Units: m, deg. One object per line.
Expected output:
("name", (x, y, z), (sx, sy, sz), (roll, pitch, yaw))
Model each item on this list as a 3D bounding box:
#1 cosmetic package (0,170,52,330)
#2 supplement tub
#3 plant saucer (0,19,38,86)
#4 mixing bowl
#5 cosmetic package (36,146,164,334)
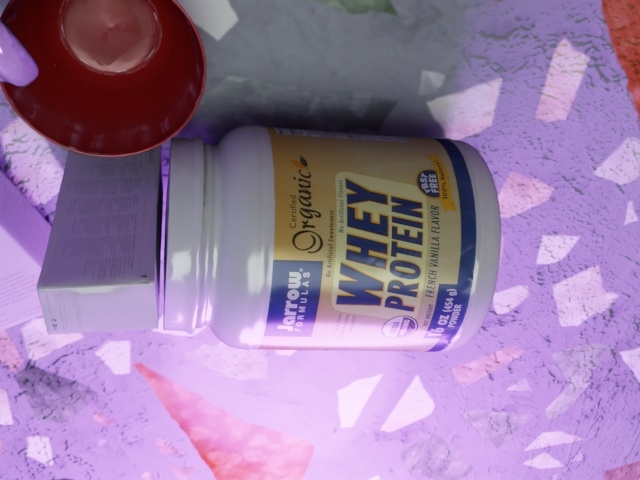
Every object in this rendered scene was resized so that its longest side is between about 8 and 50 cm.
("cosmetic package", (-0.363, -0.007, 0.817), (0.117, 0.085, 0.231), (-21, 136, 5))
("supplement tub", (0.000, 0.000, 0.817), (0.316, 0.228, 0.228), (2, 126, -11))
("plant saucer", (-0.359, -0.219, 0.485), (0.100, 0.400, 0.400), (-47, 124, -7))
("mixing bowl", (-0.196, -0.179, 0.730), (0.181, 0.098, 0.181), (-4, 127, -6))
("cosmetic package", (-0.204, -0.010, 0.767), (0.099, 0.239, 0.060), (-4, 126, -6))
